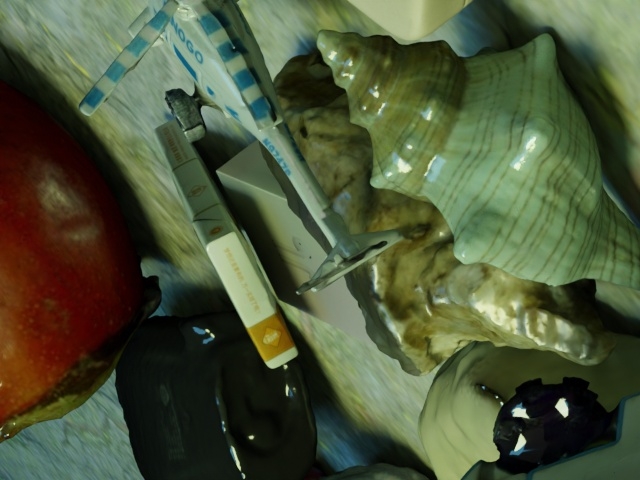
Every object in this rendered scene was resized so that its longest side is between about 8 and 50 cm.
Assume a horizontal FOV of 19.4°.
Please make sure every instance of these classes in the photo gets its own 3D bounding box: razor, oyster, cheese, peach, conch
[{"bbox_3d":[-0.108,0.155,1.720,0.327,0.107,0.189,162,95,-69],"label":"razor"},{"bbox_3d":[0.048,-0.015,1.180,0.341,0.110,0.166,52,157,33],"label":"oyster"},{"bbox_3d":[0.201,0.172,1.190,0.318,0.115,0.326,45,157,13],"label":"cheese"},{"bbox_3d":[-0.351,0.024,1.728,0.416,0.339,0.353,38,157,18],"label":"peach"},{"bbox_3d":[0.100,-0.048,1.017,0.234,0.137,0.114,34,127,12],"label":"conch"}]

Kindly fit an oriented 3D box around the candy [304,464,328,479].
[{"bbox_3d":[0.051,0.350,1.831,0.365,0.124,0.124,44,160,-8],"label":"candy"}]

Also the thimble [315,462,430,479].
[{"bbox_3d":[0.024,0.306,1.593,0.205,0.236,0.172,54,159,7],"label":"thimble"}]

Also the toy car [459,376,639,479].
[{"bbox_3d":[0.196,0.160,0.942,0.314,0.198,0.166,-24,116,27],"label":"toy car"}]

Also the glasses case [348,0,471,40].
[{"bbox_3d":[-0.040,-0.255,1.006,0.336,0.076,0.144,41,157,22],"label":"glasses case"}]

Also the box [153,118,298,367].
[{"bbox_3d":[-0.076,-0.001,1.452,0.122,0.032,0.220,64,177,-30],"label":"box"}]

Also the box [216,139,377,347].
[{"bbox_3d":[0.000,0.000,1.382,0.129,0.051,0.130,24,147,50],"label":"box"}]

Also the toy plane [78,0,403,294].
[{"bbox_3d":[-0.033,-0.090,1.142,0.273,0.182,0.107,40,167,19],"label":"toy plane"}]
